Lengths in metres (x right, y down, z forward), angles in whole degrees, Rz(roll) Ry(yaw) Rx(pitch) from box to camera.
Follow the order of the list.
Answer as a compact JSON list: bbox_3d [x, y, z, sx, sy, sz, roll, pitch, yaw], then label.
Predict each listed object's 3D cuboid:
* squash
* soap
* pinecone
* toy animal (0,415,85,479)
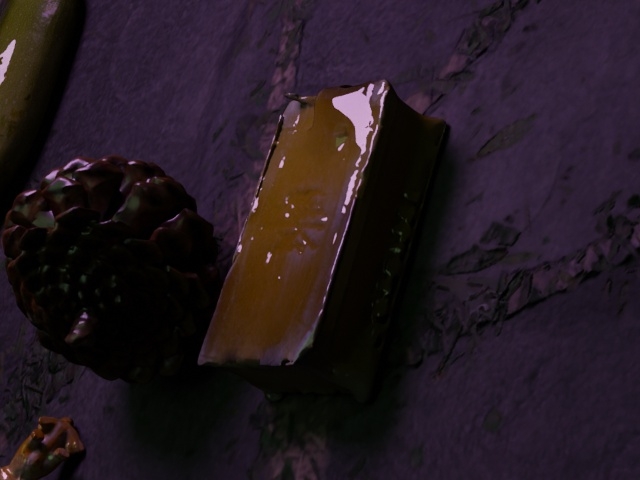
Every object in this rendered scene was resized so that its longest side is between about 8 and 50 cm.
[{"bbox_3d":[-0.332,-0.146,1.731,0.094,0.094,0.341,-5,60,50],"label":"squash"},{"bbox_3d":[0.001,0.001,1.219,0.135,0.076,0.233,-6,63,51],"label":"soap"},{"bbox_3d":[-0.175,0.014,1.345,0.212,0.168,0.186,-127,29,-58],"label":"pinecone"},{"bbox_3d":[-0.251,0.194,1.419,0.083,0.060,0.081,-48,12,23],"label":"toy animal"}]
